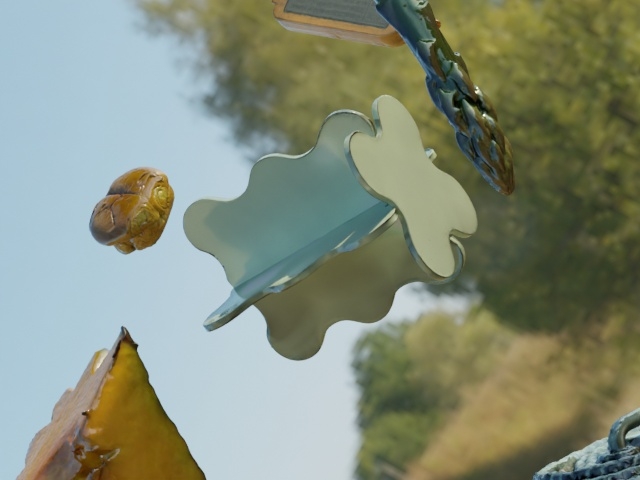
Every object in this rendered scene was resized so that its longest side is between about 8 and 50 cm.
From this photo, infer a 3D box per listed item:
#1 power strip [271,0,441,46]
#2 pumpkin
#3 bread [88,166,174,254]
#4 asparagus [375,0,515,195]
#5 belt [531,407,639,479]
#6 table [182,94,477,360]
[{"bbox_3d":[0.034,-0.207,1.811,0.028,0.178,0.049,44,-115,-53],"label":"power strip"},{"bbox_3d":[-0.155,0.211,1.428,0.254,0.149,0.130,-66,10,-28],"label":"pumpkin"},{"bbox_3d":[-0.162,-0.026,1.717,0.083,0.046,0.081,-47,32,-5],"label":"bread"},{"bbox_3d":[0.033,-0.120,0.985,0.027,0.236,0.034,-20,-26,-31],"label":"asparagus"},{"bbox_3d":[0.273,0.212,1.589,0.295,0.160,0.207,-18,0,-40],"label":"belt"},{"bbox_3d":[0.000,0.000,1.590,0.198,0.166,0.166,-31,7,28],"label":"table"}]
